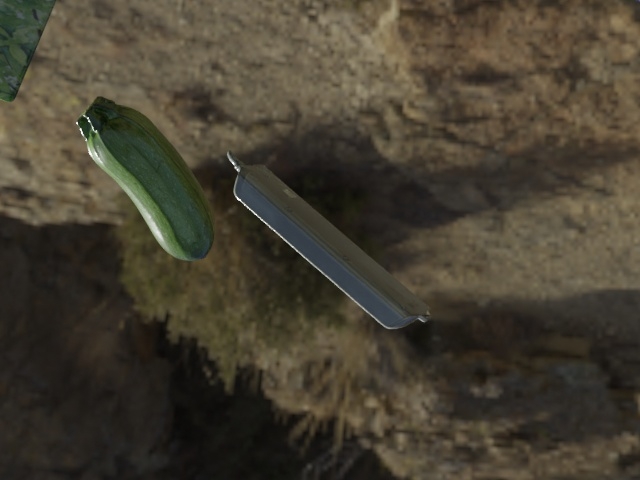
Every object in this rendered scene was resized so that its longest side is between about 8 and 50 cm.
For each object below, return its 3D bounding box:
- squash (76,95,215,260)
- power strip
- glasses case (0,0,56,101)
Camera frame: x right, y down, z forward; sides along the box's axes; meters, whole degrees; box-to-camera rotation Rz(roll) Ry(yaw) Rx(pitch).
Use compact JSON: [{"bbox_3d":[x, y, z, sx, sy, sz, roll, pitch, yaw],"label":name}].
[{"bbox_3d":[-0.178,-0.065,1.413,0.077,0.068,0.219,-27,122,17],"label":"squash"},{"bbox_3d":[0.000,0.000,1.241,0.253,0.027,0.060,41,-160,15],"label":"power strip"},{"bbox_3d":[-0.228,-0.255,1.084,0.062,0.272,0.095,21,-162,-20],"label":"glasses case"}]
